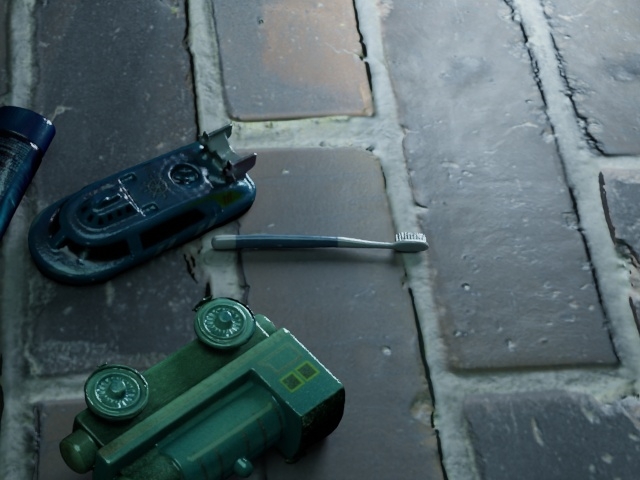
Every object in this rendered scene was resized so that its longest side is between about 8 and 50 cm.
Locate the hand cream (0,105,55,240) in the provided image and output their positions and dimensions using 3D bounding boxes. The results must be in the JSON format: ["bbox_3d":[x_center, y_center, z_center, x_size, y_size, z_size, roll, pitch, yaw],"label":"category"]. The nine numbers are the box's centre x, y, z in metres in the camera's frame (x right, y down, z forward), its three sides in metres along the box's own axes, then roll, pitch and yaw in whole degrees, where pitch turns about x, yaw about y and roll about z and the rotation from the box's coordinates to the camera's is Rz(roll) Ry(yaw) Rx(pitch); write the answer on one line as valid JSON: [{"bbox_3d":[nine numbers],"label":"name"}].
[{"bbox_3d":[-0.426,-0.053,1.806,0.120,0.061,0.271,17,55,10],"label":"hand cream"}]

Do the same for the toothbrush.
[{"bbox_3d":[0.000,0.000,1.831,0.275,0.019,0.025,1,45,-6],"label":"toothbrush"}]

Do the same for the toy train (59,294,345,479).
[{"bbox_3d":[-0.130,0.193,1.585,0.298,0.120,0.194,-32,64,-34],"label":"toy train"}]

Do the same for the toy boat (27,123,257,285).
[{"bbox_3d":[-0.225,-0.053,1.805,0.298,0.092,0.134,-27,61,-26],"label":"toy boat"}]
